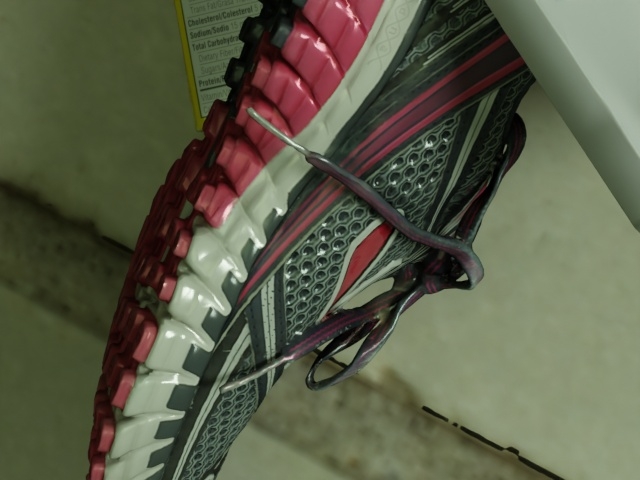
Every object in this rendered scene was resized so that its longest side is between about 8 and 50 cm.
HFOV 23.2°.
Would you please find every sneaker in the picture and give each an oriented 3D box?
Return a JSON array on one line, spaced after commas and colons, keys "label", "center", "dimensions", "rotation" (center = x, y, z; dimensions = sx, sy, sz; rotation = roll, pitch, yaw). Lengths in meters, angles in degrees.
[{"label": "sneaker", "center": [0.000, 0.000, 0.563], "dimensions": [0.112, 0.121, 0.299], "rotation": [24, 114, -13]}]

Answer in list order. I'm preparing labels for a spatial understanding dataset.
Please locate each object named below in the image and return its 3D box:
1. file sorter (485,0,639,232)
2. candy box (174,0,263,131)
[{"label": "file sorter", "center": [0.129, -0.185, 0.469], "dimensions": [0.277, 0.193, 0.173], "rotation": [58, 142, 10]}, {"label": "candy box", "center": [0.041, -0.112, 0.608], "dimensions": [0.206, 0.027, 0.105], "rotation": [-10, 86, 15]}]
